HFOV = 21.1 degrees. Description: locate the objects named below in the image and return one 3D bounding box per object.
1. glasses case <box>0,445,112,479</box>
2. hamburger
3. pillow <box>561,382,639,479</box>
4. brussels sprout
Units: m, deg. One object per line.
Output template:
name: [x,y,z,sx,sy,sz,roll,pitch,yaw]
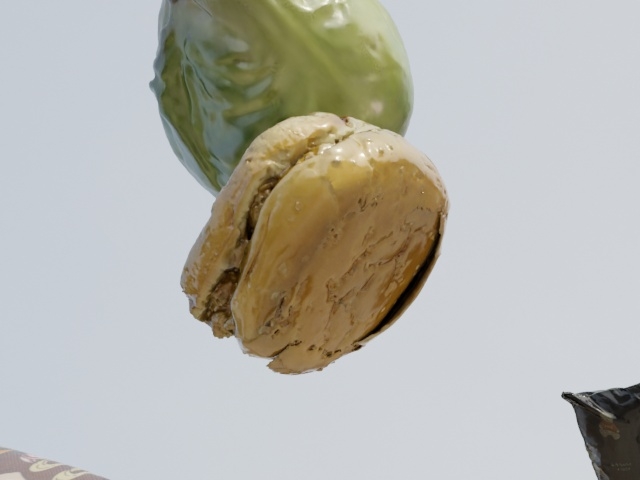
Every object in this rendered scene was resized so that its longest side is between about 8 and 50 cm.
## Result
glasses case: [-0.175,0.169,0.890,0.122,0.321,0.082,-39,-64,-32]
hamburger: [0.001,-0.001,1.275,0.213,0.108,0.214,-32,-37,-28]
pillow: [0.279,0.191,1.538,0.090,0.150,0.048,-7,21,42]
brussels sprout: [-0.038,-0.137,1.473,0.244,0.244,0.244,-19,-34,-14]
